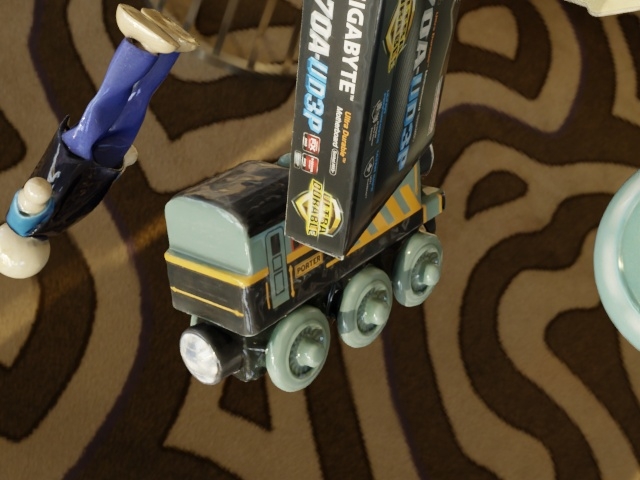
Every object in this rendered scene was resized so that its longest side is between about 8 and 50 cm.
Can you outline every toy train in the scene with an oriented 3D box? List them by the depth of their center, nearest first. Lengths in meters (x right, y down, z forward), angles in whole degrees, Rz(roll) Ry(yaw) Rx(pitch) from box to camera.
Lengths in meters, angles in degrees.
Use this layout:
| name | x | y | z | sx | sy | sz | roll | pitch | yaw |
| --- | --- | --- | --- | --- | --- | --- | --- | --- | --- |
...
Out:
| name | x | y | z | sx | sy | sz | roll | pitch | yaw |
| --- | --- | --- | --- | --- | --- | --- | --- | --- | --- |
| toy train | 0.000 | 0.000 | 0.820 | 0.142 | 0.190 | 0.334 | 19 | 34 | 37 |

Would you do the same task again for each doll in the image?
| name | x | y | z | sx | sy | sz | roll | pitch | yaw |
| --- | --- | --- | --- | --- | --- | --- | --- | --- | --- |
| doll | -0.142 | -0.051 | 0.540 | 0.046 | 0.189 | 0.129 | 37 | 15 | 1 |

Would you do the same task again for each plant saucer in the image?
| name | x | y | z | sx | sy | sz | roll | pitch | yaw |
| --- | --- | --- | --- | --- | --- | --- | --- | --- | --- |
| plant saucer | 0.508 | 0.019 | 1.130 | 0.044 | 0.317 | 0.317 | 23 | 40 | -62 |

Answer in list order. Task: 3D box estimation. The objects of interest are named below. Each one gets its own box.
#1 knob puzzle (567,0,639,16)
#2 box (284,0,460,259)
| name | x | y | z | sx | sy | sz | roll | pitch | yaw |
| --- | --- | --- | --- | --- | --- | --- | --- | --- | --- |
| knob puzzle | 0.348 | -0.330 | 1.000 | 0.213 | 0.030 | 0.213 | -5 | 70 | 15 |
| box | 0.042 | -0.122 | 0.609 | 0.051 | 0.220 | 0.175 | 22 | 43 | 17 |
